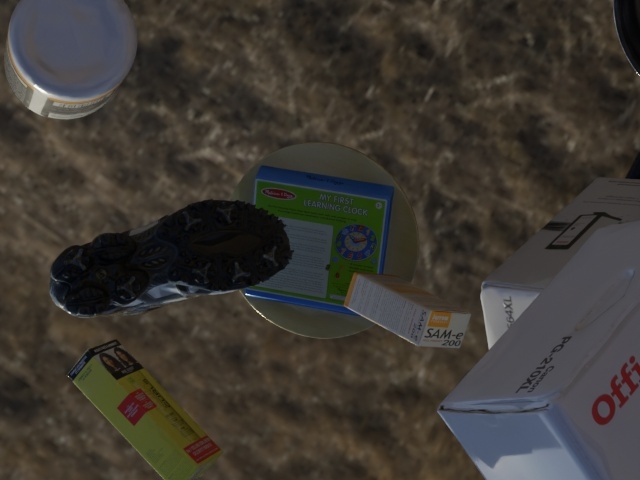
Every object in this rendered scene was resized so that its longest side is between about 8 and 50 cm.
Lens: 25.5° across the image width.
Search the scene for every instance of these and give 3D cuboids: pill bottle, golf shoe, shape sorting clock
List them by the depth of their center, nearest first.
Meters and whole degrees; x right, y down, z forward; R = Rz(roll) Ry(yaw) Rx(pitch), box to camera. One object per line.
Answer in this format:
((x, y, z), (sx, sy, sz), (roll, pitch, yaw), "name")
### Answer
((-0.123, 0.017, 1.135), (0.198, 0.077, 0.094), (-9, 172, -20), "golf shoe")
((0.000, 0.000, 1.452), (0.206, 0.040, 0.206), (4, 107, 14), "shape sorting clock")
((-0.336, -0.245, 1.870), (0.162, 0.162, 0.278), (36, 170, -10), "pill bottle")

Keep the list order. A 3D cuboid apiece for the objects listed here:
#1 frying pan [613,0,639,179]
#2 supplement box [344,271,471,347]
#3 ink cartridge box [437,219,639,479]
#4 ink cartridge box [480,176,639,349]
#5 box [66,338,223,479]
((0.345, -0.143, 1.212), (0.197, 0.053, 0.326), (2, 104, 4), "frying pan")
((0.078, 0.063, 1.284), (0.062, 0.036, 0.098), (7, -166, -46), "supplement box")
((0.202, 0.126, 0.790), (0.237, 0.172, 0.100), (55, 150, -16), "ink cartridge box")
((0.217, 0.057, 1.103), (0.086, 0.203, 0.148), (6, 119, 36), "ink cartridge box")
((-0.249, 0.246, 2.010), (0.232, 0.087, 0.058), (46, 111, 12), "box")
